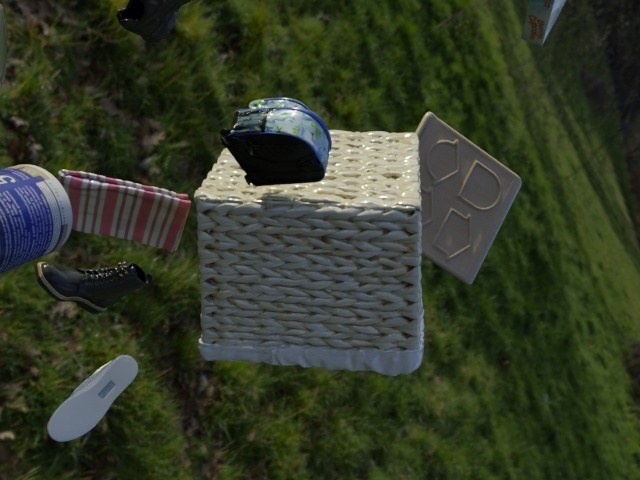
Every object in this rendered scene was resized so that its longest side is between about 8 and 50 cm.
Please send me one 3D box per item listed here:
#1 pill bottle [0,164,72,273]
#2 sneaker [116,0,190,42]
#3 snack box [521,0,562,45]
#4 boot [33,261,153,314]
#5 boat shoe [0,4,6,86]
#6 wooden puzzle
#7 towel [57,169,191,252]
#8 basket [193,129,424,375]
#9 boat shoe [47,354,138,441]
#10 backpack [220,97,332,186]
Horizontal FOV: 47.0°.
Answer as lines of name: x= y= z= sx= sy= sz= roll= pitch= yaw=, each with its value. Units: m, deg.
pill bottle: x=-0.371 y=-0.013 z=0.796 sx=0.112 sy=0.112 sz=0.187 roll=56 pitch=26 yaw=-2
sneaker: x=-0.361 y=-0.584 z=1.694 sx=0.109 sy=0.286 sz=0.130 roll=49 pitch=23 yaw=23
snack box: x=0.558 y=-0.627 z=1.673 sx=0.060 sy=0.322 sz=0.187 roll=26 pitch=-15 yaw=16
boot: x=-0.427 y=0.063 z=1.394 sx=0.198 sy=0.137 sz=0.077 roll=41 pitch=26 yaw=-62
boat shoe: x=-0.477 y=-0.326 z=0.935 sx=0.113 sy=0.340 sz=0.127 roll=3 pitch=67 yaw=-14
wooden puzzle: x=0.318 y=-0.103 z=1.877 sx=0.348 sy=0.322 sz=0.080 roll=33 pitch=-12 yaw=-20
towel: x=-0.306 y=-0.043 z=1.128 sx=0.197 sy=0.144 sz=0.029 roll=12 pitch=56 yaw=-14
basket: x=0.000 y=0.000 z=1.128 sx=0.328 sy=0.331 sz=0.266 roll=-77 pitch=170 yaw=-62
boat shoe: x=-0.393 y=0.267 z=1.257 sx=0.066 sy=0.063 sz=0.184 roll=46 pitch=57 yaw=-15
backpack: x=-0.045 y=-0.122 z=0.900 sx=0.105 sy=0.114 sz=0.084 roll=60 pitch=41 yaw=-51
